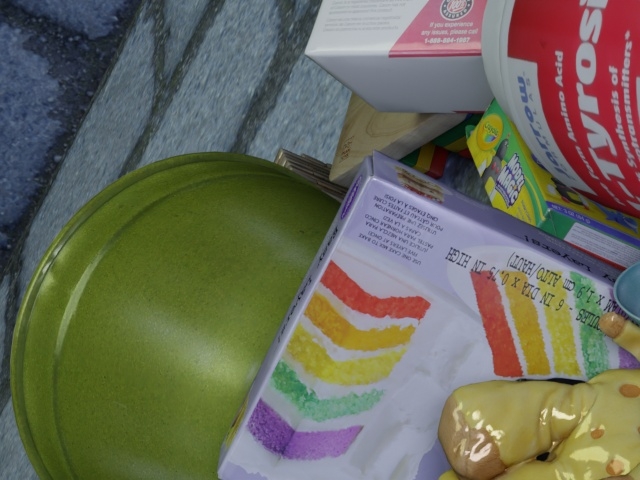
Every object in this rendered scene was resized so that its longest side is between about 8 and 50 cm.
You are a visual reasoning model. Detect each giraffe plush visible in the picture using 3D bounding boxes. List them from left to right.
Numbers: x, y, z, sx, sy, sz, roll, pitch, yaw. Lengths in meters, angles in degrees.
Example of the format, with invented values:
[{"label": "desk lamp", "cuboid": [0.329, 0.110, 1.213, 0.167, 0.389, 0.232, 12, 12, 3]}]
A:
[{"label": "giraffe plush", "cuboid": [0.192, 0.167, 1.228, 0.210, 0.181, 0.170, -33, 32, -3]}]

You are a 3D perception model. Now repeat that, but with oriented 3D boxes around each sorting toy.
[{"label": "sorting toy", "cuboid": [0.127, -0.185, 1.874, 0.257, 0.089, 0.255, -30, 42, 63]}]

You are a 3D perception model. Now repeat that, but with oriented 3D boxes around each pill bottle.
[{"label": "pill bottle", "cuboid": [0.249, -0.115, 1.218, 0.229, 0.229, 0.408, -68, 18, 2]}]

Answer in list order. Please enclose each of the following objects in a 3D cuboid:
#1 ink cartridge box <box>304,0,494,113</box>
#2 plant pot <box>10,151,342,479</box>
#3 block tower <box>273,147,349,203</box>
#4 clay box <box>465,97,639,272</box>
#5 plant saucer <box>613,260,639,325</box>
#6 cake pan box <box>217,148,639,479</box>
[{"label": "ink cartridge box", "cuboid": [0.134, -0.258, 1.682, 0.207, 0.117, 0.283, 4, 69, 42]}, {"label": "plant pot", "cuboid": [-0.018, 0.128, 1.597, 0.353, 0.366, 0.366, 17, 85, 60]}, {"label": "block tower", "cuboid": [0.000, 0.000, 2.008, 0.097, 0.091, 0.335, -65, 15, 12]}, {"label": "clay box", "cuboid": [0.187, -0.034, 1.464, 0.053, 0.127, 0.222, -60, 20, 23]}, {"label": "plant saucer", "cuboid": [0.249, 0.038, 1.262, 0.119, 0.119, 0.021, -112, 12, -65]}, {"label": "cake pan box", "cuboid": [0.096, 0.105, 1.348, 0.245, 0.267, 0.070, -61, 9, 17]}]
